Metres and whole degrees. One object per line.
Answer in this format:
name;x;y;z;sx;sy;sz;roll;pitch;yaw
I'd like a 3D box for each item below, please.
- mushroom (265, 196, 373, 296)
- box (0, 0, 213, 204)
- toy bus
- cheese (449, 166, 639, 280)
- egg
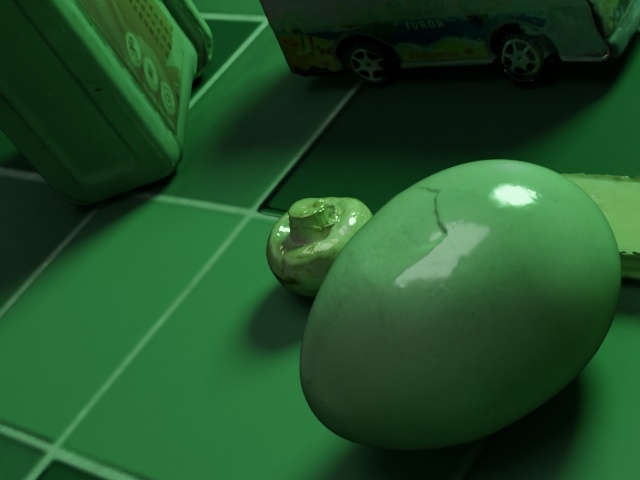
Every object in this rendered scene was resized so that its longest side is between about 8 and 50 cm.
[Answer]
mushroom;0.000;0.000;1.003;0.084;0.067;0.083;-16;33;10
box;-0.227;-0.182;1.196;0.175;0.312;0.182;-18;46;16
toy bus;0.100;-0.207;1.125;0.317;0.138;0.112;1;47;38
cheese;0.222;-0.005;0.885;0.400;0.034;0.085;7;45;40
egg;0.080;0.041;0.824;0.209;0.151;0.151;-34;36;-5
